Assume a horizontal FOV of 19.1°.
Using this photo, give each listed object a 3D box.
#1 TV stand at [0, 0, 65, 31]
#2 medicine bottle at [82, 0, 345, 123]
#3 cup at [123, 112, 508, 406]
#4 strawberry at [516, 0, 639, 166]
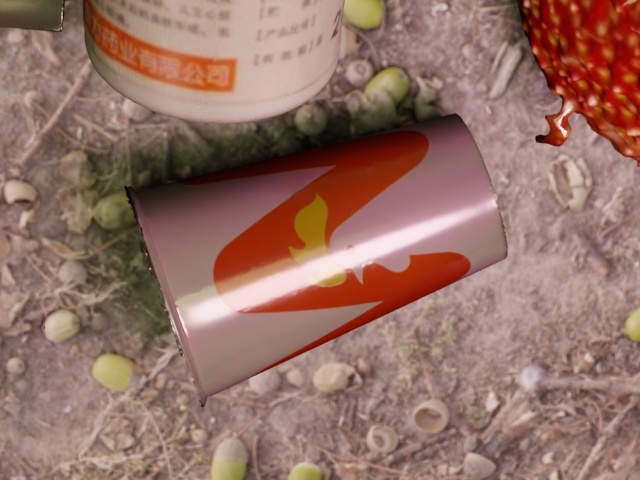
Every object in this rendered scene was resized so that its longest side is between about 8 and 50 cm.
[{"bbox_3d":[-0.339,-0.207,1.563,0.256,0.040,0.049,3,112,-6],"label":"TV stand"},{"bbox_3d":[-0.069,-0.288,1.409,0.211,0.211,0.371,3,131,-6],"label":"medicine bottle"},{"bbox_3d":[0.000,0.000,1.603,0.288,0.203,0.203,-19,112,-5],"label":"cup"},{"bbox_3d":[0.321,-0.142,1.540,0.343,0.292,0.292,7,112,12],"label":"strawberry"}]
